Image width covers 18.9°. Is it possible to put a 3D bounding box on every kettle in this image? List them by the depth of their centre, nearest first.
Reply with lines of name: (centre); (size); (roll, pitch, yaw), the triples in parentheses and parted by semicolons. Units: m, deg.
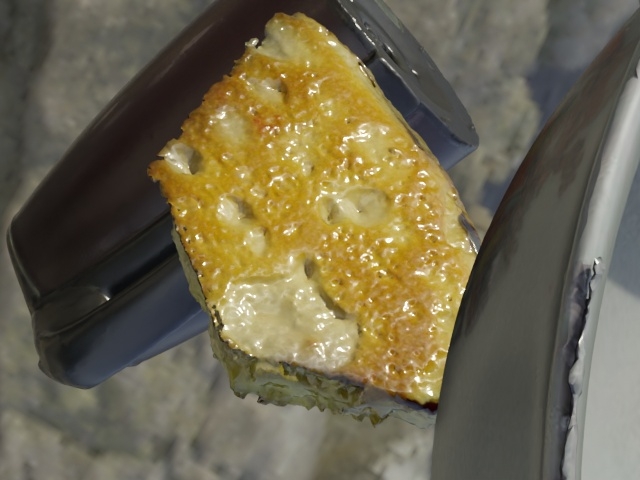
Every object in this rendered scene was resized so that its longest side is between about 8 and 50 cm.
kettle: (-0.048, -0.022, 0.975); (0.232, 0.144, 0.202); (-40, -156, 13)

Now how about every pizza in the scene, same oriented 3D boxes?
pizza: (0.000, 0.000, 0.601); (0.099, 0.160, 0.035); (-15, 151, -21)

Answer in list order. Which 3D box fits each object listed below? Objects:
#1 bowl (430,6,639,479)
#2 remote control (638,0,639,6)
bowl: (0.137, 0.063, 0.466); (0.346, 0.157, 0.345); (2, 86, -34)
remote control: (0.220, -0.034, 1.080); (0.107, 0.044, 0.377); (35, 45, -77)
